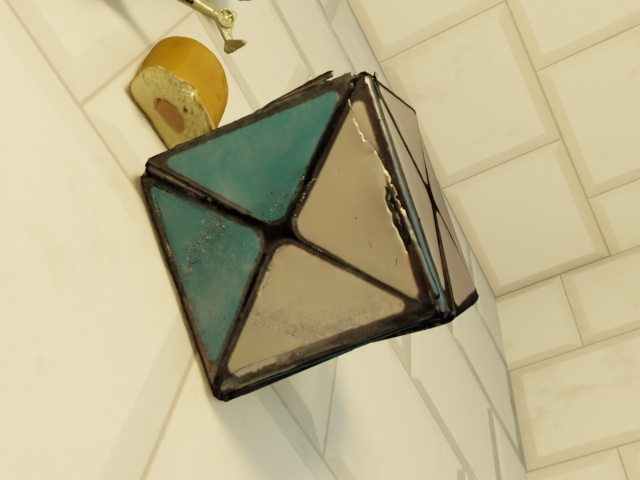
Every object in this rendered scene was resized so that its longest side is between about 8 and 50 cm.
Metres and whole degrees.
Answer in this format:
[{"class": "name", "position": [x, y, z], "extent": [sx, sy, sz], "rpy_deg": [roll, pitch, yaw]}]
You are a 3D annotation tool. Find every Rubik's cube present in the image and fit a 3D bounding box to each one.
[{"class": "Rubik's cube", "position": [0.000, 0.000, 0.935], "extent": [0.310, 0.305, 0.307], "rpy_deg": [1, 70, -73]}]

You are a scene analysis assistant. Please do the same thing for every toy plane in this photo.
[{"class": "toy plane", "position": [-0.220, -0.345, 0.972], "extent": [0.286, 0.092, 0.108], "rpy_deg": [26, 73, -27]}]

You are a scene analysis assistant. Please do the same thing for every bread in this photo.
[{"class": "bread", "position": [-0.177, -0.202, 0.999], "extent": [0.134, 0.085, 0.173], "rpy_deg": [56, 21, -30]}]
